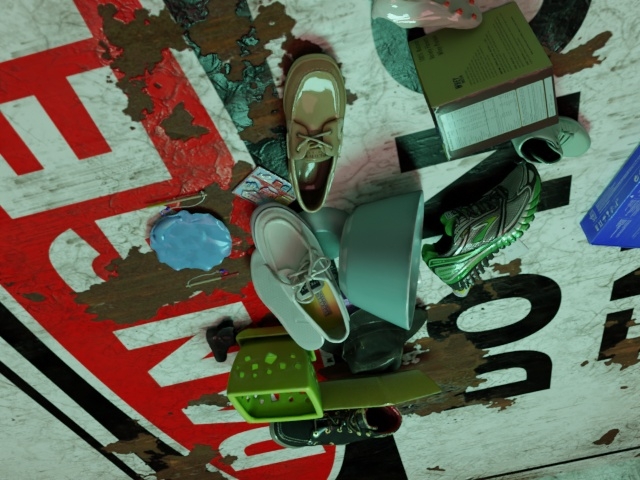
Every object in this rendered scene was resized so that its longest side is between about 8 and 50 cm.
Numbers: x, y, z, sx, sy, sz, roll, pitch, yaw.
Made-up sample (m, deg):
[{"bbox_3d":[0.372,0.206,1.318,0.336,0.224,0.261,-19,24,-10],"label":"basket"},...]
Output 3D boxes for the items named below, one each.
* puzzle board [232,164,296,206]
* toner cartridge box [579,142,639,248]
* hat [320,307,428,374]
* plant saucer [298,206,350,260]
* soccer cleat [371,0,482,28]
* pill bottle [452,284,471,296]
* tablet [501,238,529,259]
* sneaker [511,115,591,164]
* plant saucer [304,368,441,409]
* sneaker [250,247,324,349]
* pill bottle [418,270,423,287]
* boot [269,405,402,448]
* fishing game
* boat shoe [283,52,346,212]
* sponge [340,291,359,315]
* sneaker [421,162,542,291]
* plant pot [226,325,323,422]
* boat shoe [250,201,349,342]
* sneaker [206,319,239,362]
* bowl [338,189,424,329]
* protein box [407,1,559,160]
[{"bbox_3d":[-0.114,-0.106,1.452,0.128,0.011,0.096,27,128,-34],"label":"puzzle board"},{"bbox_3d":[0.773,-0.123,1.549,0.165,0.075,0.348,3,138,-15],"label":"toner cartridge box"},{"bbox_3d":[0.156,0.304,1.857,0.331,0.134,0.331,-8,148,-5],"label":"hat"},{"bbox_3d":[0.000,0.000,1.577,0.195,0.037,0.195,-6,140,-5],"label":"plant saucer"},{"bbox_3d":[0.181,-0.395,1.138,0.196,0.068,0.076,7,152,-17],"label":"soccer cleat"},{"bbox_3d":[0.382,0.110,1.770,0.043,0.043,0.083,-1,139,-9],"label":"pill bottle"},{"bbox_3d":[0.499,0.020,1.717,0.054,0.006,0.083,-32,134,25],"label":"tablet"},{"bbox_3d":[0.473,-0.190,1.357,0.256,0.151,0.094,14,133,-27],"label":"sneaker"},{"bbox_3d":[0.140,0.439,1.967,0.332,0.081,0.333,-15,168,34],"label":"plant saucer"},{"bbox_3d":[-0.072,0.121,1.664,0.104,0.147,0.296,-25,106,22],"label":"sneaker"},{"bbox_3d":[0.176,0.104,1.692,0.160,0.087,0.087,-14,139,5],"label":"pill bottle"},{"bbox_3d":[0.054,0.588,2.139,0.377,0.138,0.284,20,147,-38],"label":"boot"},{"bbox_3d":[-0.297,0.000,1.522,0.189,0.041,0.264,-15,131,6],"label":"fishing game"},{"bbox_3d":[-0.007,-0.198,1.288,0.121,0.110,0.341,-5,140,-5],"label":"boat shoe"},{"bbox_3d":[0.044,0.195,1.815,0.210,0.031,0.117,-20,139,13],"label":"sponge"},{"bbox_3d":[0.366,-0.040,1.512,0.146,0.134,0.343,33,111,-13],"label":"sneaker"},{"bbox_3d":[-0.119,0.361,1.823,0.228,0.207,0.227,-7,146,7],"label":"plant pot"},{"bbox_3d":[-0.035,0.086,1.476,0.136,0.156,0.367,-28,113,-4],"label":"boat shoe"},{"bbox_3d":[-0.261,0.283,1.845,0.089,0.051,0.170,-9,137,7],"label":"sneaker"},{"bbox_3d":[0.136,0.036,1.480,0.163,0.311,0.311,5,141,13],"label":"bowl"},{"bbox_3d":[0.285,-0.281,1.176,0.201,0.200,0.136,-18,139,11],"label":"protein box"}]
